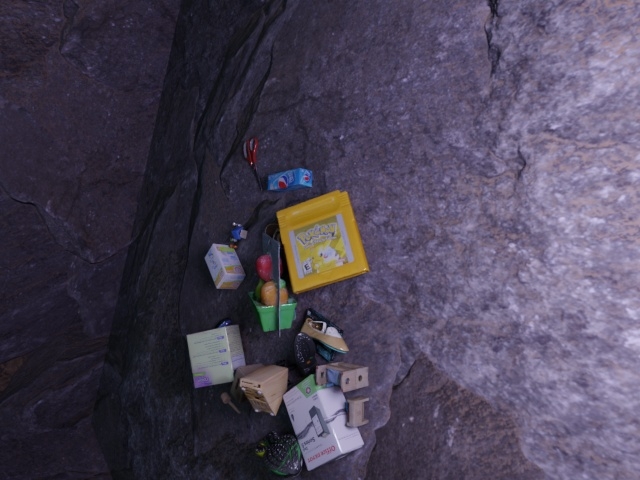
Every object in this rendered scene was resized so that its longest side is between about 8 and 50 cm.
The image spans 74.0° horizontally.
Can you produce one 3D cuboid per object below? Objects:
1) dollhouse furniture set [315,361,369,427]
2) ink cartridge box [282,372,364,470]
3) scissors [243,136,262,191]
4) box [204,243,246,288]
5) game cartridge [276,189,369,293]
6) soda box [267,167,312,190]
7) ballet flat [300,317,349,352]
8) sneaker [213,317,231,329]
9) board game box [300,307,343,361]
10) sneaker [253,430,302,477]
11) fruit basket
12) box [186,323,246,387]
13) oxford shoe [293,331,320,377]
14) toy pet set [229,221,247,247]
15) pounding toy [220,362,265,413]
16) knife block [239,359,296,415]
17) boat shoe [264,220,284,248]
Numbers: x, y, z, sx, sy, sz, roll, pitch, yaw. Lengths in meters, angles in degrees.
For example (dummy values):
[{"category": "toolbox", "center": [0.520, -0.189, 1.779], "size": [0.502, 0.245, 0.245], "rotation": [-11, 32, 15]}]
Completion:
[{"category": "dollhouse furniture set", "center": [0.072, 0.516, 1.425], "size": [0.129, 0.129, 0.183], "rotation": [-5, 82, 46]}, {"category": "ink cartridge box", "center": [0.003, 0.629, 1.495], "size": [0.198, 0.115, 0.272], "rotation": [-46, 56, 34]}, {"category": "scissors", "center": [-0.319, -0.352, 2.013], "size": [0.109, 0.021, 0.296], "rotation": [-22, 71, 41]}, {"category": "box", "center": [-0.457, 0.125, 2.033], "size": [0.103, 0.114, 0.203], "rotation": [-53, 50, 27]}, {"category": "game cartridge", "center": [0.000, 0.000, 1.524], "size": [0.286, 0.053, 0.323], "rotation": [-19, 71, 14]}, {"category": "soda box", "center": [-0.129, -0.247, 1.760], "size": [0.210, 0.071, 0.067], "rotation": [-4, 83, 46]}, {"category": "ballet flat", "center": [0.014, 0.331, 1.508], "size": [0.232, 0.080, 0.073], "rotation": [11, 82, 46]}, {"category": "sneaker", "center": [-0.491, 0.472, 2.067], "size": [0.221, 0.087, 0.083], "rotation": [-58, 15, 8]}, {"category": "board game box", "center": [-0.001, 0.351, 1.594], "size": [0.186, 0.026, 0.126], "rotation": [29, 107, 44]}, {"category": "sneaker", "center": [-0.132, 0.808, 1.576], "size": [0.146, 0.134, 0.343], "rotation": [52, 156, -1]}, {"category": "fruit basket", "center": [-0.180, 0.159, 1.657], "size": [0.327, 0.166, 0.352], "rotation": [-159, 73, -71]}, {"category": "box", "center": [-0.470, 0.523, 1.932], "size": [0.214, 0.117, 0.242], "rotation": [-16, 79, 18]}, {"category": "oxford shoe", "center": [-0.064, 0.407, 1.554], "size": [0.096, 0.083, 0.227], "rotation": [46, 153, 49]}, {"category": "toy pet set", "center": [-0.410, -0.028, 2.025], "size": [0.114, 0.065, 0.122], "rotation": [5, 80, 42]}, {"category": "pounding toy", "center": [-0.336, 0.625, 1.786], "size": [0.094, 0.206, 0.180], "rotation": [31, 108, 44]}, {"category": "knife block", "center": [-0.179, 0.508, 1.589], "size": [0.088, 0.275, 0.242], "rotation": [3, 44, 20]}, {"category": "boat shoe", "center": [-0.133, -0.019, 1.707], "size": [0.325, 0.117, 0.122], "rotation": [15, 96, 46]}]
